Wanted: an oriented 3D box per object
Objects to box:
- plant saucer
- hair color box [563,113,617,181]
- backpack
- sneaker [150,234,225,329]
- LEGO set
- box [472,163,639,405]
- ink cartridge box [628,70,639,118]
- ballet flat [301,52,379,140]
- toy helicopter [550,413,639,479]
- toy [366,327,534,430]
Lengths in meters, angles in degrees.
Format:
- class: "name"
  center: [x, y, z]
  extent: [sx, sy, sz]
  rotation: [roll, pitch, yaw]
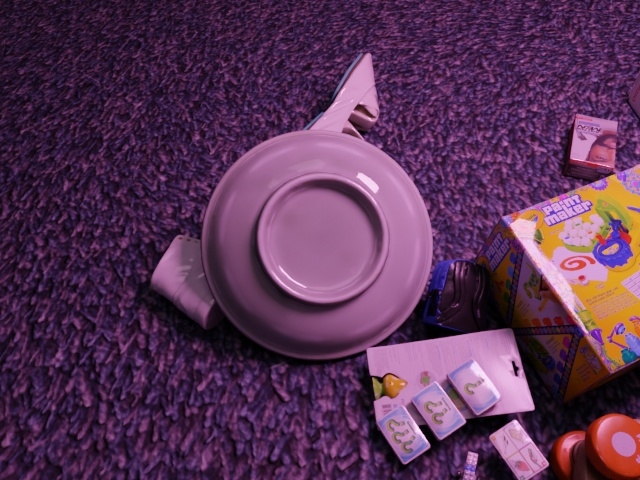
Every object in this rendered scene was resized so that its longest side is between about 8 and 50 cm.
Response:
- class: "plant saucer"
  center: [0.000, 0.000, 1.024]
  extent: [0.401, 0.100, 0.399]
  rotation: [1, 83, -5]
- class: "hair color box"
  center: [0.598, -0.205, 1.364]
  extent: [0.093, 0.053, 0.167]
  rotation: [15, 51, 13]
- class: "backpack"
  center: [0.226, 0.092, 1.051]
  extent: [0.098, 0.101, 0.120]
  rotation: [16, 82, -20]
- class: "sneaker"
  center: [-0.182, 0.012, 1.150]
  extent: [0.169, 0.108, 0.292]
  rotation: [29, 56, 21]
- class: "LEGO set"
  center: [0.215, 0.310, 0.877]
  extent: [0.183, 0.060, 0.244]
  rotation: [-32, 63, -4]
- class: "box"
  center: [0.460, 0.067, 1.009]
  extent: [0.290, 0.177, 0.279]
  rotation: [-19, 64, -16]
- class: "ink cartridge box"
  center: [0.800, -0.318, 1.394]
  extent: [0.087, 0.153, 0.208]
  rotation: [-4, 49, -3]
- class: "ballet flat"
  center: [0.054, -0.266, 1.397]
  extent: [0.139, 0.139, 0.400]
  rotation: [21, 56, 18]
- class: "toy helicopter"
  center: [0.438, 0.412, 0.796]
  extent: [0.235, 0.140, 0.354]
  rotation: [12, 60, 0]
- class: "toy"
  center: [0.200, 0.226, 0.985]
  extent: [0.238, 0.056, 0.136]
  rotation: [-7, 57, 2]
